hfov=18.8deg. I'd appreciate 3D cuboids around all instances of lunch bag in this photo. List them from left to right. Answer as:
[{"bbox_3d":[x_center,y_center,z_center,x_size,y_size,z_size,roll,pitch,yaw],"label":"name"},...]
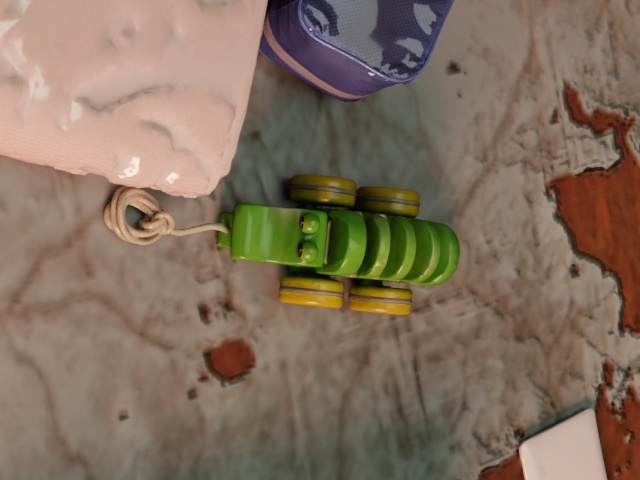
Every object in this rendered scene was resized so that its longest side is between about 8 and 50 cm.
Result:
[{"bbox_3d":[0.018,-0.113,0.835,0.067,0.065,0.098,31,74,-19],"label":"lunch bag"}]

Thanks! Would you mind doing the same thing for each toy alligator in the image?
[{"bbox_3d":[0.000,0.000,0.833,0.190,0.051,0.056,8,87,-38],"label":"toy alligator"}]

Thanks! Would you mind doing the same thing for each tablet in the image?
[{"bbox_3d":[0.126,0.131,0.967,0.054,0.006,0.083,-21,105,-36],"label":"tablet"}]

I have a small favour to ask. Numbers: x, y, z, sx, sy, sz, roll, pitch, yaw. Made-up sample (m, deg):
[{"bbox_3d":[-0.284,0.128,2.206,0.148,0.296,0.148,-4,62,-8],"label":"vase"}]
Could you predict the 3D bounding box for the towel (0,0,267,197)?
[{"bbox_3d":[-0.147,-0.199,0.709,0.332,0.053,0.317,13,83,-38],"label":"towel"}]
